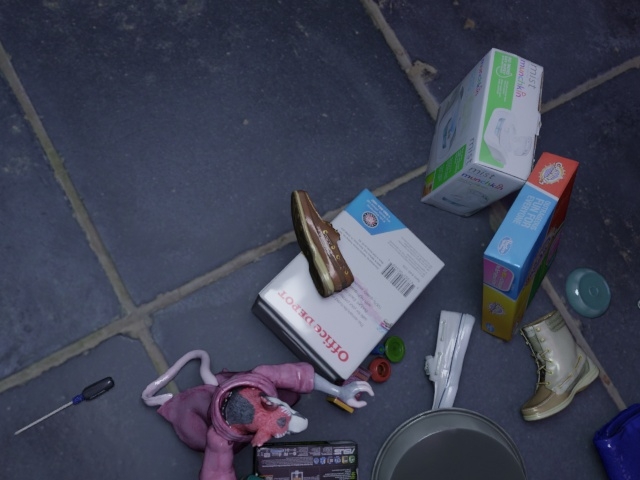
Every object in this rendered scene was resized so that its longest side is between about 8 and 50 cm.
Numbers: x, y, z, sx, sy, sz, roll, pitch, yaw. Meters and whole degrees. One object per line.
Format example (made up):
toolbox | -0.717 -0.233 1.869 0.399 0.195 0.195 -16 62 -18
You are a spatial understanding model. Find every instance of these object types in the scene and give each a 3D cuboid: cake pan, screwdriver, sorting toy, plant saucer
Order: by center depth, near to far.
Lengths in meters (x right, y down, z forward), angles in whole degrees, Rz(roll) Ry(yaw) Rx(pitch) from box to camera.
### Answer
screwdriver | -0.431 0.280 0.848 0.170 0.025 0.024 -27 83 -19
cake pan | 0.239 0.455 0.906 0.293 0.054 0.293 0 88 -1
sorting toy | 0.120 0.230 0.991 0.061 0.042 0.102 50 58 -14
plant saucer | 0.616 0.117 1.145 0.119 0.021 0.119 3 76 -13

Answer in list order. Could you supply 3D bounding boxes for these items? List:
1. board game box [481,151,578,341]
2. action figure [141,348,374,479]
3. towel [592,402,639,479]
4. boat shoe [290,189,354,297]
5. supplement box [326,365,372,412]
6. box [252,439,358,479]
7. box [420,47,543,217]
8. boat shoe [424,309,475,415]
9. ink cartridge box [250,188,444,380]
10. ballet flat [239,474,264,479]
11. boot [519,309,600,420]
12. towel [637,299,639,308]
board game box | 0.394 0.026 0.970 0.064 0.316 0.242 25 68 29
action figure | -0.110 0.234 0.756 0.276 0.370 0.248 42 68 4
towel | 0.672 0.505 1.014 0.227 0.076 0.308 -13 77 -30
boat shoe | 0.000 0.000 0.801 0.060 0.064 0.178 -17 77 -17
supplement box | 0.053 0.276 0.950 0.043 0.055 0.083 33 71 -5
box | -0.025 0.456 0.891 0.190 0.045 0.184 3 77 -14
box | 0.335 -0.212 1.053 0.127 0.231 0.262 17 73 -9
boat shoe | 0.244 0.249 1.002 0.076 0.083 0.226 14 71 19
ink cartridge box | 0.039 0.089 0.919 0.198 0.197 0.270 45 71 2
ballet flat | -0.052 0.463 0.833 0.213 0.072 0.068 31 99 -4
boot | 0.462 0.256 1.044 0.213 0.077 0.165 -28 84 -24
towel | 0.828 0.152 1.187 0.152 0.023 0.113 -32 86 -19
